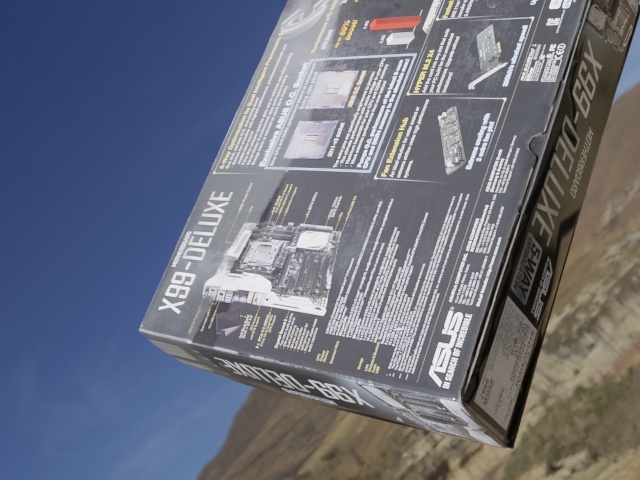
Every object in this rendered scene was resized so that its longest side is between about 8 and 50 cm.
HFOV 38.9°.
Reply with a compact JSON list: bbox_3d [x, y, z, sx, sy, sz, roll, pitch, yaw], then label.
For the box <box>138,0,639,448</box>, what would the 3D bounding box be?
[{"bbox_3d":[0.044,-0.046,0.585,0.076,0.242,0.308,42,-118,-46],"label":"box"}]
